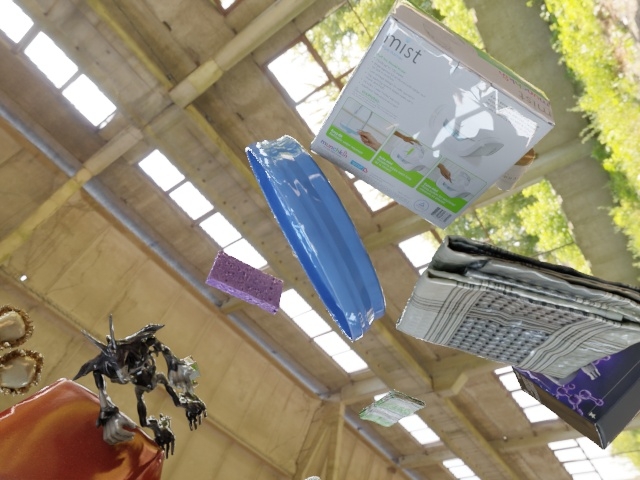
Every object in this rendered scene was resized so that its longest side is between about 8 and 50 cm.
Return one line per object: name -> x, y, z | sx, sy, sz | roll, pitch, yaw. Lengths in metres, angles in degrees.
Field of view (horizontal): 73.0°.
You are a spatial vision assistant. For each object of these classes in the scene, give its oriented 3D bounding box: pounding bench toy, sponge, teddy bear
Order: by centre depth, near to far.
teddy bear -> -0.699, 0.240, 0.813 | 0.245, 0.338, 0.113 | 59, 172, -8
sponge -> -0.202, 0.114, 1.189 | 0.210, 0.031, 0.117 | 28, -148, -17
pounding bench toy -> -0.413, 0.416, 1.360 | 0.052, 0.065, 0.083 | -20, -74, -28

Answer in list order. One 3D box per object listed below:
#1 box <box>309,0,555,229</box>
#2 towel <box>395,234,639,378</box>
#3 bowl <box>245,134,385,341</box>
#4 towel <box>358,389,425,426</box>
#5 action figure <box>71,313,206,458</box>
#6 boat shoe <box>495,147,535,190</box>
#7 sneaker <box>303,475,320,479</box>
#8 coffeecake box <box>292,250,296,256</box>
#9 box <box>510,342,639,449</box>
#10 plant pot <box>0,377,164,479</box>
box -> 0.156, -0.180, 0.653 | 0.262, 0.231, 0.126 | 29, -138, -8
towel -> 0.286, 0.124, 0.648 | 0.324, 0.312, 0.056 | 92, -164, -60
bowl -> -0.009, -0.007, 0.782 | 0.391, 0.077, 0.391 | 60, 173, 13
towel -> 0.189, 0.453, 1.150 | 0.113, 0.152, 0.023 | 27, -144, -19
action figure -> -0.293, 0.252, 0.735 | 0.141, 0.164, 0.275 | 33, 152, 48
boat shoe -> 0.368, -0.204, 0.911 | 0.277, 0.098, 0.096 | -74, -8, -48
sneaker -> -0.083, 0.661, 1.020 | 0.094, 0.235, 0.090 | 62, 179, 4
coffeecake box -> 0.000, 0.000, 1.153 | 0.185, 0.068, 0.142 | 41, -134, -56
box -> 0.543, 0.234, 0.842 | 0.103, 0.261, 0.184 | 56, 169, -32
plant pot -> -0.401, 0.415, 0.662 | 0.267, 0.236, 0.267 | -29, -48, -78
